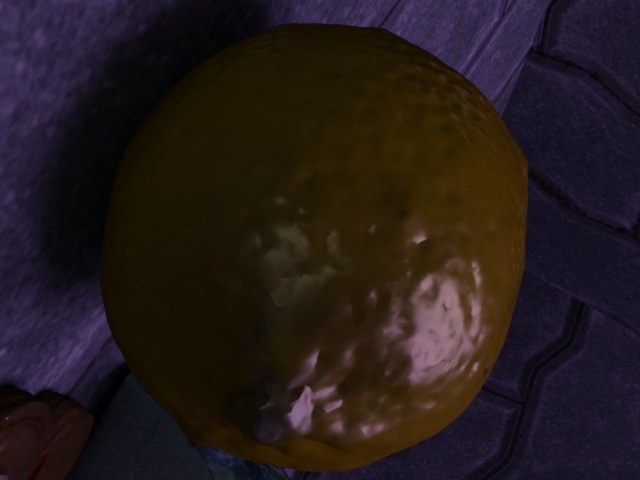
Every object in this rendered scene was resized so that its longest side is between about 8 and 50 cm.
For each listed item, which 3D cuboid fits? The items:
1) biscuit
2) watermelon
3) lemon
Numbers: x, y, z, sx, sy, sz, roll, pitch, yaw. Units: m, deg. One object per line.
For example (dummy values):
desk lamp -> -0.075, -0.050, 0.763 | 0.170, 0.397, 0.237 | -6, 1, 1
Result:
biscuit -> -0.267, 0.190, 0.615 | 0.183, 0.047, 0.320 | -60, 167, -9
watermelon -> -0.165, 0.288, 0.888 | 0.258, 0.228, 0.387 | -45, 173, -20
lemon -> 0.001, -0.001, 0.624 | 0.336, 0.336, 0.336 | -55, 167, -19
